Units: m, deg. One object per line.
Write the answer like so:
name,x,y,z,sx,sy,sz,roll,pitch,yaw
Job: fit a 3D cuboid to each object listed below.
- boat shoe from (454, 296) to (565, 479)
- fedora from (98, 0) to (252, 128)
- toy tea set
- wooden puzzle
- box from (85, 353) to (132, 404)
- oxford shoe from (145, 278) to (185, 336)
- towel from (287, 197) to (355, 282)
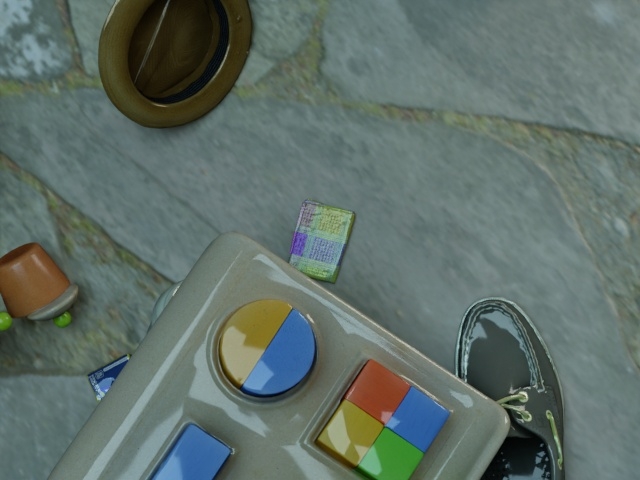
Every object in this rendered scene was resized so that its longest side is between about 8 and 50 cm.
boat shoe,0.193,0.201,1.685,0.109,0.091,0.305,-10,79,11
fedora,-0.169,-0.220,1.823,0.079,0.194,0.194,29,88,52
toy tea set,-0.410,0.134,1.806,0.336,0.200,0.124,-25,108,7
wooden puzzle,-0.040,0.202,1.596,0.348,0.080,0.322,33,79,6
box,-0.185,0.207,1.784,0.054,0.059,0.169,-29,76,4
oxford shoe,-0.018,0.229,1.718,0.449,0.169,0.130,47,137,8
towel,0.000,0.000,1.803,0.060,0.009,0.083,14,85,14
